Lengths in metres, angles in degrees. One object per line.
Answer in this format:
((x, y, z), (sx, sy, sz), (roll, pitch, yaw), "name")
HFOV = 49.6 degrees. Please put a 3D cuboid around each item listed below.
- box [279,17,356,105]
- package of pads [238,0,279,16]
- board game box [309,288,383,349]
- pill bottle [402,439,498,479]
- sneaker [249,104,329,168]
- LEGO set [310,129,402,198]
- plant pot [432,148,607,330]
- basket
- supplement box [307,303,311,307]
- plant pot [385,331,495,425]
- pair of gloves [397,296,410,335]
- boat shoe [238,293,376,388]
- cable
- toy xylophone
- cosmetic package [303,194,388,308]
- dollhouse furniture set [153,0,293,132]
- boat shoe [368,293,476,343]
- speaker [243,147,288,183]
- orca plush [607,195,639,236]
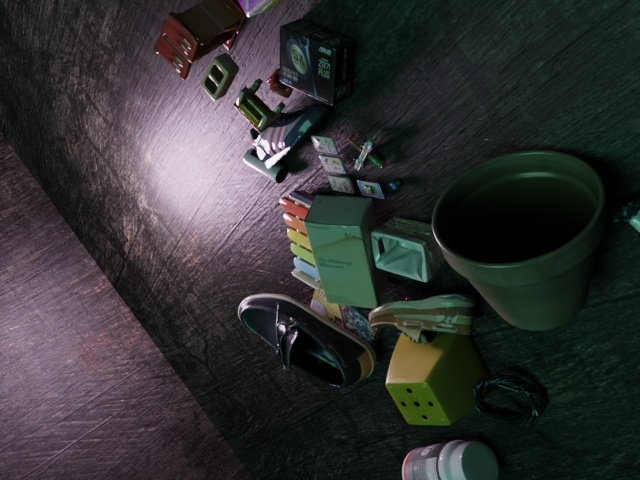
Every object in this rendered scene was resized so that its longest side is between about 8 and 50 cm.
((-0.010, -0.431, 1.670), (0.180, 0.078, 0.147), (32, 138, 29), "box")
((-0.128, -0.682, 1.585), (0.297, 0.101, 0.229), (-19, 103, 53), "package of pads")
((0.079, 0.231, 2.129), (0.243, 0.042, 0.165), (40, 142, 20), "board game box")
((0.381, 0.677, 2.041), (0.161, 0.161, 0.283), (54, 144, 2), "pill bottle")
((-0.099, -0.302, 1.847), (0.131, 0.112, 0.319), (54, 143, -4), "sneaker")
((0.103, -0.197, 1.778), (0.244, 0.060, 0.182), (15, 140, 43), "LEGO set")
((0.417, 0.026, 1.392), (0.323, 0.323, 0.280), (15, 144, 42), "plant pot")
((0.224, 0.018, 1.741), (0.167, 0.103, 0.113), (17, 130, 41), "basket")
((-0.065, 0.303, 2.316), (0.104, 0.081, 0.188), (51, 143, 6), "supplement box")
((0.297, 0.373, 1.838), (0.212, 0.187, 0.212), (-13, 112, 46), "plant pot")
((0.287, 0.249, 1.925), (0.159, 0.023, 0.198), (35, 140, 27), "pair of gloves")
((-0.072, 0.308, 2.144), (0.500, 0.156, 0.186), (24, 126, 28), "boat shoe")
((0.477, 0.403, 1.754), (0.185, 0.047, 0.150), (29, 129, -1), "cable")
((0.000, 0.000, 2.000), (0.236, 0.081, 0.322), (21, 133, 37), "toy xylophone")
((0.074, 0.034, 1.840), (0.160, 0.113, 0.309), (4, 136, 23), "cosmetic package")
((-0.228, -0.454, 1.810), (0.374, 0.201, 0.152), (47, 144, 0), "dollhouse furniture set")
((0.255, 0.212, 1.795), (0.324, 0.123, 0.116), (-15, 73, 46), "boat shoe")
((-0.160, -0.218, 2.030), (0.136, 0.055, 0.055), (33, 139, 28), "speaker")
((0.647, 0.058, 1.300), (0.287, 0.151, 0.102), (43, 174, 12), "orca plush")
